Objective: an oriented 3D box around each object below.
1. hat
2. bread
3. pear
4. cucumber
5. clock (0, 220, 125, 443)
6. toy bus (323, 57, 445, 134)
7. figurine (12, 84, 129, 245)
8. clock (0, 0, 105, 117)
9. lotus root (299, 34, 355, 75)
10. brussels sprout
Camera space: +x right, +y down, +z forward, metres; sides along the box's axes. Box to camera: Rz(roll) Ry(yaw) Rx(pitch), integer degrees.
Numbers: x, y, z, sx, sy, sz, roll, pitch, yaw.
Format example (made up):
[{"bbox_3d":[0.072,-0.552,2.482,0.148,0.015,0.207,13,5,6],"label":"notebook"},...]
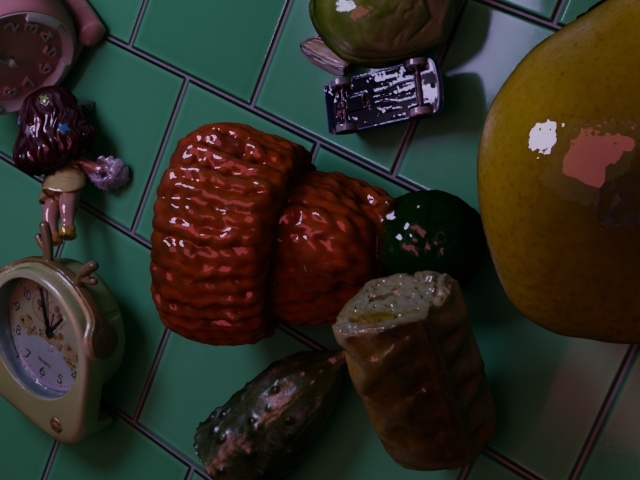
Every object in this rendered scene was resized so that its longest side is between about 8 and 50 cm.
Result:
[{"bbox_3d":[0.000,0.000,1.513,0.400,0.285,0.285,6,92,3],"label":"hat"},{"bbox_3d":[0.118,0.160,1.391,0.152,0.267,0.130,-23,33,-2],"label":"bread"},{"bbox_3d":[0.325,-0.062,1.219,0.340,0.191,0.386,18,110,7],"label":"pear"},{"bbox_3d":[-0.047,0.219,1.564,0.244,0.134,0.134,-44,67,20],"label":"cucumber"},{"bbox_3d":[-0.381,0.126,1.755,0.235,0.096,0.308,34,124,26],"label":"clock"},{"bbox_3d":[0.088,-0.178,1.512,0.167,0.076,0.073,-8,85,35],"label":"toy bus"},{"bbox_3d":[-0.386,-0.112,1.796,0.175,0.116,0.240,-17,80,32],"label":"figurine"},{"bbox_3d":[-0.484,-0.300,1.795,0.227,0.241,0.142,-50,61,23],"label":"clock"},{"bbox_3d":[0.013,-0.243,1.589,0.083,0.030,0.037,30,74,27],"label":"lotus root"},{"bbox_3d":[0.070,-0.284,1.494,0.145,0.131,0.183,-40,54,-22],"label":"brussels sprout"}]
